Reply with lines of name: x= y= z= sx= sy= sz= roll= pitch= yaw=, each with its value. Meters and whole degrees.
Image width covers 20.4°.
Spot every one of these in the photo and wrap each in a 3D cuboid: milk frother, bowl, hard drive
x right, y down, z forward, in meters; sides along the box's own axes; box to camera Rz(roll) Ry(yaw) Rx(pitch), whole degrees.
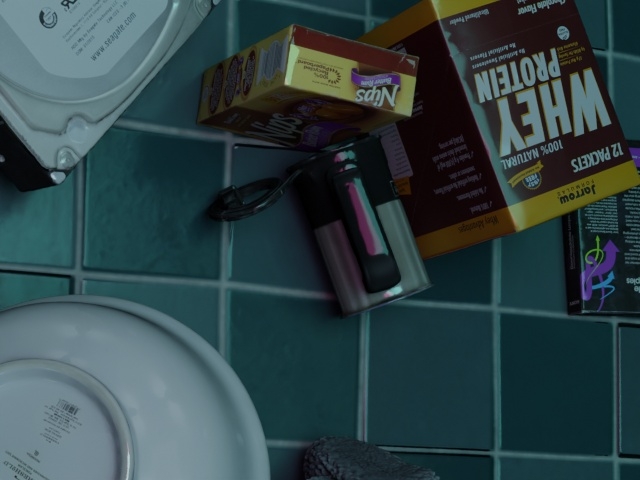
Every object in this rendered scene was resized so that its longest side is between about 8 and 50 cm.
milk frother: x=0.000 y=0.000 z=1.449 sx=0.143 sy=0.129 sz=0.134 roll=-20 pitch=89 yaw=16
bowl: x=-0.188 y=0.165 z=1.230 sx=0.298 sy=0.134 sz=0.298 roll=-1 pitch=74 yaw=4
hard drive: x=-0.243 y=-0.237 z=1.325 sx=0.339 sy=0.064 sz=0.237 roll=53 pitch=54 yaw=-23

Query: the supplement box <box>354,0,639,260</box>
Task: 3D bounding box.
supplement box: x=0.130 y=-0.101 z=1.463 sx=0.129 sy=0.191 sz=0.194 roll=-20 pitch=90 yaw=-26

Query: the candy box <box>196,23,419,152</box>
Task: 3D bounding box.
candy box: x=-0.014 y=-0.117 z=1.401 sx=0.109 sy=0.187 sz=0.053 roll=13 pitch=78 yaw=-23

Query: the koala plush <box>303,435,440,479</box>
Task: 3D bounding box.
koala plush: x=0.024 y=0.294 z=1.356 sx=0.196 sy=0.203 sz=0.221 roll=-16 pitch=115 yaw=-47

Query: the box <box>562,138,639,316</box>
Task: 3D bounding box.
box: x=0.273 y=-0.011 z=1.605 sx=0.116 sy=0.029 sz=0.162 roll=3 pitch=78 yaw=-24
